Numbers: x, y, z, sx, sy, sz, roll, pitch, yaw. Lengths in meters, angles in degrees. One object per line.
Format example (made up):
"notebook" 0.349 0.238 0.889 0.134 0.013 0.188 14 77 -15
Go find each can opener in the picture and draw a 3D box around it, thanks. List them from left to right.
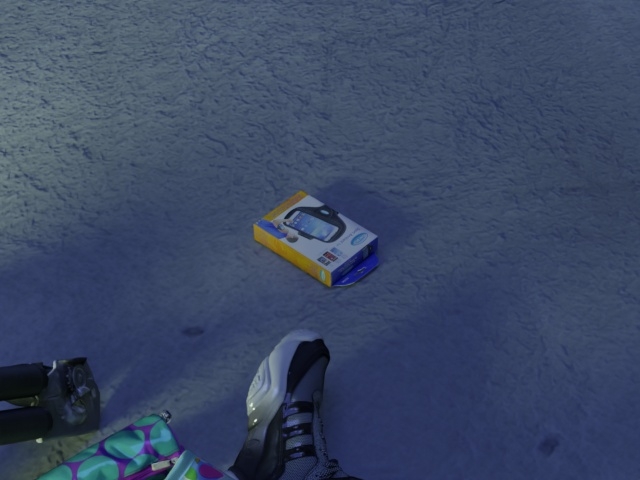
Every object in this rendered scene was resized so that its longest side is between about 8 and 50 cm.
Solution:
"can opener" -0.294 0.151 1.167 0.095 0.283 0.076 -10 84 22

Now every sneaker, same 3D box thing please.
"sneaker" -0.003 0.206 1.183 0.153 0.101 0.269 12 50 13

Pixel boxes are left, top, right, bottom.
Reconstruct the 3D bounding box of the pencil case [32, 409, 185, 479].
"pencil case" -0.197 0.219 1.194 0.151 0.064 0.070 -28 24 -25

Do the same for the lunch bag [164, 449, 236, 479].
"lunch bag" -0.083 0.333 0.968 0.223 0.160 0.262 28 56 8

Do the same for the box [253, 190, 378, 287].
"box" 0.000 0.000 1.452 0.136 0.028 0.081 30 51 31
